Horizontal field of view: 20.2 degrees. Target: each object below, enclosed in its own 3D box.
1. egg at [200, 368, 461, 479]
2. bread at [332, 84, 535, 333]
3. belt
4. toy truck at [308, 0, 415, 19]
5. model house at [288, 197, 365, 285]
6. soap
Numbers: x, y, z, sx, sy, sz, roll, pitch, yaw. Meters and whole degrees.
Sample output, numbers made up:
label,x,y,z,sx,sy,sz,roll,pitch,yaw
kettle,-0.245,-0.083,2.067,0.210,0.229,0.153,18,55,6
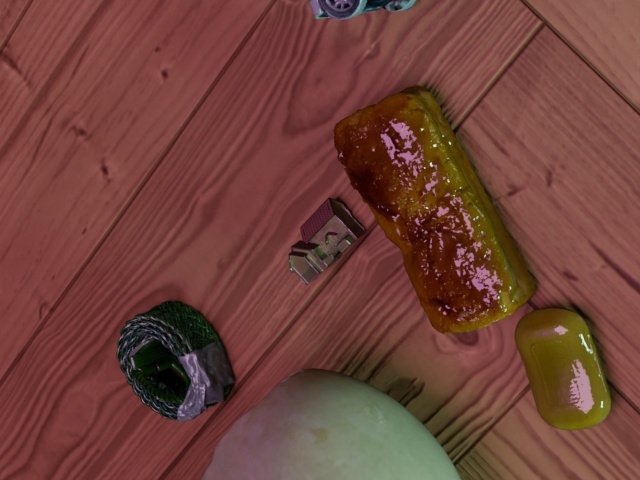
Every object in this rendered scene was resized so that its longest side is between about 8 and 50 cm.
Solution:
label,x,y,z,sx,sy,sz,roll,pitch,yaw
egg,0.032,0.317,1.996,0.336,0.278,0.278,46,124,11
bread,0.116,-0.028,1.944,0.139,0.077,0.271,-23,98,38
belt,-0.182,0.152,2.188,0.151,0.079,0.121,50,125,5
toy truck,0.103,-0.348,1.801,0.305,0.136,0.162,-29,85,33
model house,0.000,0.000,2.036,0.058,0.057,0.083,47,127,2
soap,0.261,0.137,1.934,0.089,0.045,0.140,-13,99,31
